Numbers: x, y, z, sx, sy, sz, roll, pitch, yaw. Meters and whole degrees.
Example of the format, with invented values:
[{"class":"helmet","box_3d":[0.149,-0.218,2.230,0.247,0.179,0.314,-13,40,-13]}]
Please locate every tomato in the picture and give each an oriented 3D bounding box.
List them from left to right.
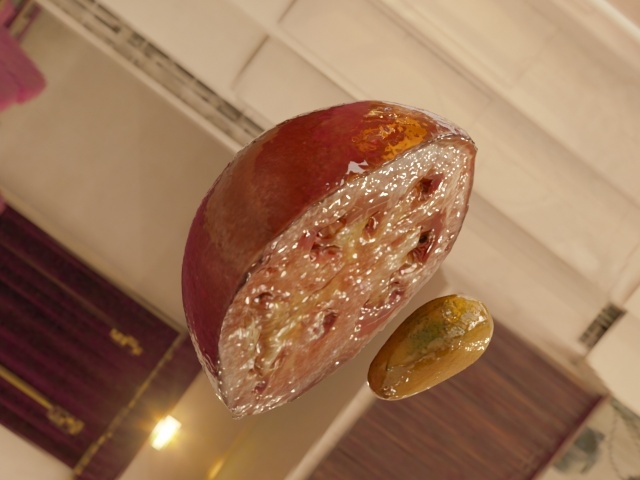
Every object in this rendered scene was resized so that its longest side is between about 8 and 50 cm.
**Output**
[{"class":"tomato","box_3d":[-0.011,-0.005,1.032,0.338,0.144,0.338,-36,156,-19]}]

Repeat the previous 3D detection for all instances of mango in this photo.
[{"class":"mango","box_3d":[0.086,0.086,0.897,0.114,0.057,0.079,-35,159,-10]}]
